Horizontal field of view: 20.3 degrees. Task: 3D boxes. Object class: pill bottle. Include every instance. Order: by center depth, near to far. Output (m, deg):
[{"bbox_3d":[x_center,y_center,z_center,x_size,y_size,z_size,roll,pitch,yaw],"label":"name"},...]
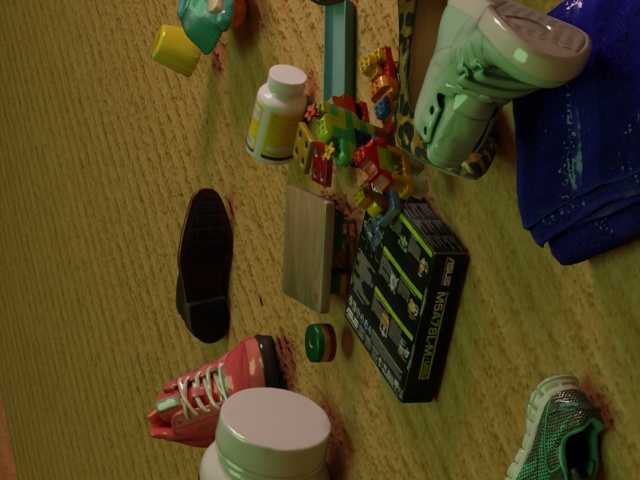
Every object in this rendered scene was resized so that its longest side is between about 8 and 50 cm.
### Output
[{"bbox_3d":[-0.076,0.332,2.177,0.160,0.160,0.283,-124,40,-54],"label":"pill bottle"},{"bbox_3d":[-0.052,-0.157,2.229,0.065,0.065,0.116,-116,33,-47],"label":"pill bottle"}]

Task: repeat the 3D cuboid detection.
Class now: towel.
[{"bbox_3d":[0.246,-0.116,1.465,0.308,0.076,0.228,150,116,-66],"label":"towel"}]

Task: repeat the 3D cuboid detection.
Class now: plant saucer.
[{"bbox_3d":[0.022,-0.188,2.107,0.067,0.018,0.192,-170,81,-68],"label":"plant saucer"}]

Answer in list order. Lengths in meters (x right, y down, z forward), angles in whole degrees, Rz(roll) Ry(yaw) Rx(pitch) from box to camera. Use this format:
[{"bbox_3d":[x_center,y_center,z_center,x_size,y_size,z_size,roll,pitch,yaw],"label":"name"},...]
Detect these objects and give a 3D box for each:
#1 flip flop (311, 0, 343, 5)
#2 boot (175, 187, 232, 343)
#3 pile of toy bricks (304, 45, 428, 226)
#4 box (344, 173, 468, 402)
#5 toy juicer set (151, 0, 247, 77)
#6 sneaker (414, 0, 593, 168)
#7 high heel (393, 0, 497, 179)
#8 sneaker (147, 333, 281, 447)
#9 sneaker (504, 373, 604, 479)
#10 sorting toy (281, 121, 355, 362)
[{"bbox_3d":[0.047,-0.360,1.737,0.277,0.080,0.112,-58,44,19],"label":"flip flop"},{"bbox_3d":[-0.178,0.029,2.532,0.106,0.082,0.219,-158,67,-64],"label":"boot"},{"bbox_3d":[0.033,-0.115,1.895,0.118,0.105,0.212,-46,37,37],"label":"pile of toy bricks"},{"bbox_3d":[0.087,0.048,1.916,0.191,0.045,0.184,-125,42,-56],"label":"box"},{"bbox_3d":[-0.133,-0.353,2.427,0.329,0.089,0.209,155,130,-70],"label":"toy juicer set"},{"bbox_3d":[0.148,-0.120,1.499,0.256,0.094,0.151,-121,46,-73],"label":"sneaker"},{"bbox_3d":[0.122,-0.182,1.743,0.261,0.093,0.186,-110,21,-59],"label":"high heel"},{"bbox_3d":[-0.144,0.216,2.376,0.314,0.136,0.116,131,133,-59],"label":"sneaker"},{"bbox_3d":[0.210,0.206,1.589,0.076,0.065,0.166,-136,48,-56],"label":"sneaker"},{"bbox_3d":[0.000,0.000,2.127,0.132,0.046,0.275,-155,66,-66],"label":"sorting toy"}]
